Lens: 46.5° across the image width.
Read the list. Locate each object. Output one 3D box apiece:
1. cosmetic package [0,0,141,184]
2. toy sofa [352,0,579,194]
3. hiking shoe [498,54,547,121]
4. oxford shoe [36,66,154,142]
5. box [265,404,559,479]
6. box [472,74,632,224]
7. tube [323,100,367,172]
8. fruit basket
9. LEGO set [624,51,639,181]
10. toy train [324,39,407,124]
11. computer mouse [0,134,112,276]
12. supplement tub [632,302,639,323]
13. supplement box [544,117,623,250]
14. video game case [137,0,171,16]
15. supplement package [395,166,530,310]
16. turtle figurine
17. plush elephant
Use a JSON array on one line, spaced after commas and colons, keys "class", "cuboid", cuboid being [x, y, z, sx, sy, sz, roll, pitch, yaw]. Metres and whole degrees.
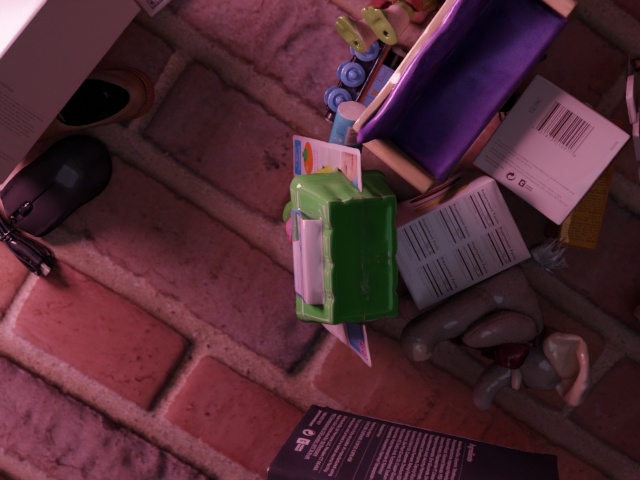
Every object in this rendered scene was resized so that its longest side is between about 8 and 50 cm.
[{"class": "cosmetic package", "cuboid": [-0.486, -0.299, 1.168, 0.197, 0.155, 0.365, 36, 85, 30]}, {"class": "toy sofa", "cuboid": [0.222, -0.254, 1.158, 0.150, 0.177, 0.362, 41, 112, 11]}, {"class": "hiking shoe", "cuboid": [0.335, -0.363, 1.269, 0.132, 0.113, 0.304, 22, 111, -13]}, {"class": "oxford shoe", "cuboid": [-0.468, -0.234, 1.270, 0.349, 0.130, 0.122, -13, 103, 3]}, {"class": "box", "cuboid": [0.146, 0.601, 1.323, 0.472, 0.297, 0.479, 8, 102, 13]}, {"class": "box", "cuboid": [0.386, -0.152, 1.243, 0.181, 0.119, 0.181, 39, 111, 15]}, {"class": "tube", "cuboid": [0.038, -0.144, 1.299, 0.080, 0.052, 0.207, 15, 136, 1]}, {"class": "fruit basket", "cuboid": [0.000, 0.000, 1.216, 0.166, 0.353, 0.326, -7, 104, -23]}, {"class": "LEGO set", "cuboid": [0.549, -0.215, 1.245, 0.060, 0.244, 0.182, -6, 122, 28]}, {"class": "toy train", "cuboid": [0.080, -0.274, 1.294, 0.105, 0.080, 0.184, 26, 102, -13]}, {"class": "computer mouse", "cuboid": [-0.489, -0.075, 1.336, 0.272, 0.072, 0.188, -43, 99, 8]}, {"class": "supplement tub", "cuboid": [0.689, 0.114, 1.347, 0.144, 0.144, 0.199, 43, 99, -9]}, {"class": "supplement box", "cuboid": [0.468, -0.104, 1.332, 0.080, 0.078, 0.233, 5, 102, -1]}, {"class": "video game case", "cuboid": [-0.277, -0.489, 1.273, 0.157, 0.019, 0.143, -38, 100, 8]}, {"class": "supplement package", "cuboid": [0.219, -0.010, 1.291, 0.203, 0.194, 0.149, -27, 100, 5]}, {"class": "turtle figurine", "cuboid": [0.133, -0.442, 1.181, 0.198, 0.274, 0.266, 31, 69, 32]}, {"class": "plush elephant", "cuboid": [0.318, 0.172, 1.292, 0.330, 0.272, 0.255, -27, 97, 2]}]
